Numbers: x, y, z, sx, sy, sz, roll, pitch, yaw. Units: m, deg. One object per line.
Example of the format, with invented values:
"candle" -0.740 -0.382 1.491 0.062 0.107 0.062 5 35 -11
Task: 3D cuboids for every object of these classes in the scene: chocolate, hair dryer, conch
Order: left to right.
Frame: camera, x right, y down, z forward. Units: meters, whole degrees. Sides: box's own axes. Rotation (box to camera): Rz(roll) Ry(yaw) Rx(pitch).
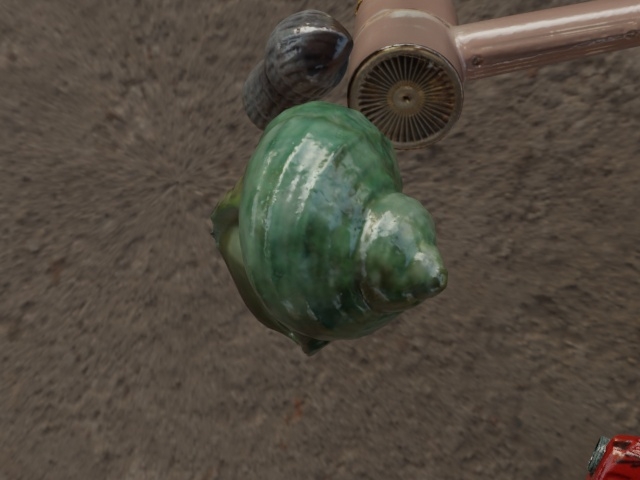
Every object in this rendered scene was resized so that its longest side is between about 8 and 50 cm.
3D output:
"chocolate" -0.022 -0.143 1.112 0.072 0.167 0.072 6 72 -17
"conch" 0.002 -0.001 0.812 0.122 0.188 0.176 -3 107 -12
"hair dryer" 0.196 -0.186 1.179 0.344 0.189 0.107 -8 119 9

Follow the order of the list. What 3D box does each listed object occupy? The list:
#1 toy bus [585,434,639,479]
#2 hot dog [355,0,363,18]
"toy bus" 0.223 0.246 1.006 0.081 0.089 0.195 23 119 10
"hot dog" 0.078 -0.226 1.604 0.045 0.071 0.165 -23 131 -11
